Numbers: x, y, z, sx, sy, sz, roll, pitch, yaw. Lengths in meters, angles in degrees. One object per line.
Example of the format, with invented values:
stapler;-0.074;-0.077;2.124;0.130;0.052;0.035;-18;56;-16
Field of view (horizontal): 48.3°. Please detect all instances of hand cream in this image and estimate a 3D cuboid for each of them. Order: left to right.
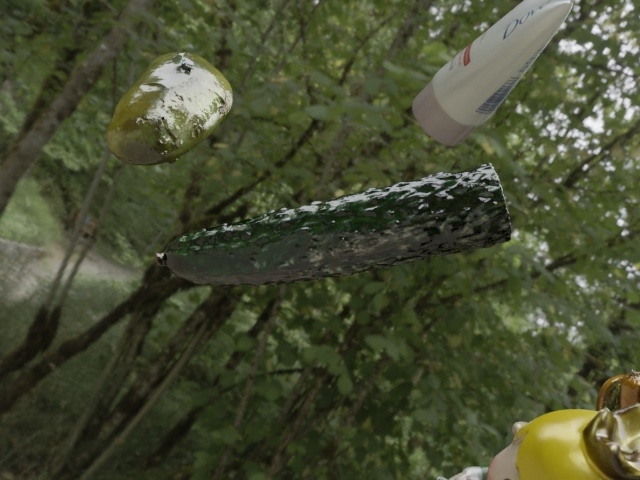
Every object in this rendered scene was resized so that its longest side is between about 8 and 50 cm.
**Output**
hand cream;0.208;-0.211;0.810;0.083;0.133;0.248;36;-50;-9

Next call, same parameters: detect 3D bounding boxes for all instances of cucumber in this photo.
cucumber;0.000;0.000;0.571;0.294;0.067;0.067;-12;-24;14

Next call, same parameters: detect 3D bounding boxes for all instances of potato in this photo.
potato;-0.158;-0.143;0.754;0.105;0.188;0.085;13;-49;13

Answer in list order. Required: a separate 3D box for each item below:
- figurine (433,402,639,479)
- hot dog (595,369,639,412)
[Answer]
figurine;0.158;0.208;0.575;0.185;0.127;0.234;6;-31;-2
hot dog;0.465;0.346;1.038;0.100;0.337;0.135;-13;7;-29
